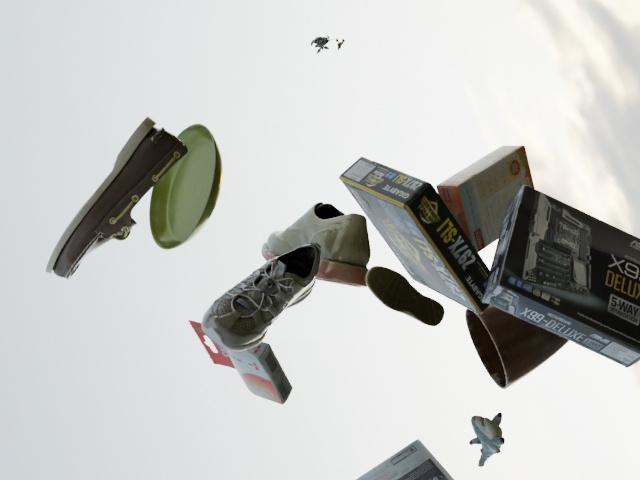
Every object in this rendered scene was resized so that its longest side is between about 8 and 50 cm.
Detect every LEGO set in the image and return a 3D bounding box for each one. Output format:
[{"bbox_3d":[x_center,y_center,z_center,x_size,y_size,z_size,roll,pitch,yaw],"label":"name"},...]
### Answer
[{"bbox_3d":[0.011,-0.429,2.310,0.023,0.083,0.054,60,-149,-41],"label":"LEGO set"}]

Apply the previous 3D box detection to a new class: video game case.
[{"bbox_3d":[0.115,0.415,1.755,0.022,0.190,0.173,60,174,-18],"label":"video game case"}]

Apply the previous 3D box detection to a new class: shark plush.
[{"bbox_3d":[0.339,0.410,2.225,0.161,0.067,0.073,87,-177,-56],"label":"shark plush"}]

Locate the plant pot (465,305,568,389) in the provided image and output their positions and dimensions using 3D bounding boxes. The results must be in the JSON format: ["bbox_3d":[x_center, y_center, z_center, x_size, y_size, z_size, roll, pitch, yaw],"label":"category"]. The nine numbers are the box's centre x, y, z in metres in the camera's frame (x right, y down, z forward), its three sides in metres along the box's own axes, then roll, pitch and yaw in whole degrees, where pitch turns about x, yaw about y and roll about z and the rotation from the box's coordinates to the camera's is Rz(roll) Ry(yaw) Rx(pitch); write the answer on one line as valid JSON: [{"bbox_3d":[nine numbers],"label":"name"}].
[{"bbox_3d":[0.503,0.217,2.609,0.215,0.231,0.215,157,90,-82],"label":"plant pot"}]

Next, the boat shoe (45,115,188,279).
[{"bbox_3d":[-0.357,-0.059,1.873,0.097,0.324,0.116,35,177,-10],"label":"boat shoe"}]

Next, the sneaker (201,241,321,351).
[{"bbox_3d":[-0.096,0.080,1.781,0.105,0.115,0.281,35,-141,11],"label":"sneaker"}]

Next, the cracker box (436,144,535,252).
[{"bbox_3d":[0.357,-0.089,2.274,0.232,0.067,0.155,-30,-67,-36],"label":"cracker box"}]

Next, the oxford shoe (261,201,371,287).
[{"bbox_3d":[0.000,0.000,2.104,0.141,0.397,0.146,12,-90,-27],"label":"oxford shoe"}]

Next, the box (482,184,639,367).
[{"bbox_3d":[0.473,0.064,1.990,0.308,0.076,0.242,25,-124,-5],"label":"box"}]

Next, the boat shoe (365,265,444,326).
[{"bbox_3d":[0.127,0.087,1.693,0.153,0.048,0.056,29,-97,-24],"label":"boat shoe"}]

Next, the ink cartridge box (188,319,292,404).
[{"bbox_3d":[-0.150,0.216,1.908,0.045,0.179,0.145,-60,-33,-31],"label":"ink cartridge box"}]

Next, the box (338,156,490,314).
[{"bbox_3d":[0.205,-0.012,2.189,0.079,0.257,0.322,-45,-58,-12],"label":"box"}]

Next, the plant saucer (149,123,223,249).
[{"bbox_3d":[-0.243,-0.095,1.983,0.037,0.241,0.240,18,-124,-33],"label":"plant saucer"}]
